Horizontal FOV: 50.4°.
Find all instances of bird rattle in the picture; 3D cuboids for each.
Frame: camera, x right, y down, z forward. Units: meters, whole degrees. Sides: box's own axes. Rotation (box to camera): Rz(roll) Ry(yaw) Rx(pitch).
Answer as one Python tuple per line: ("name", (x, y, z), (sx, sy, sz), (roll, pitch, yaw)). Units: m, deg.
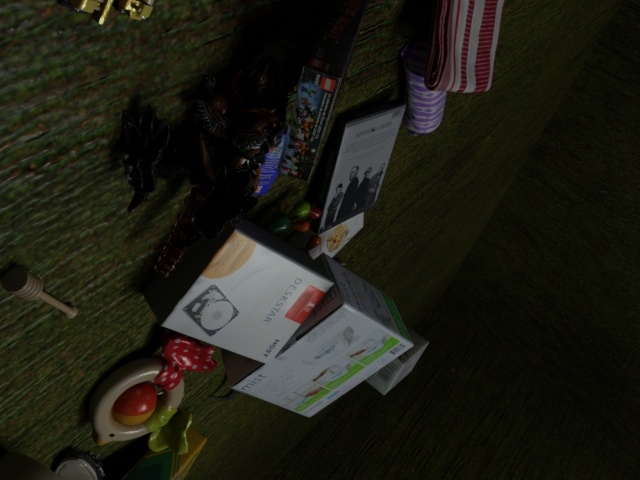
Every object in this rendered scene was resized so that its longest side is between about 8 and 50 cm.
("bird rattle", (-0.285, 0.264, 1.155), (0.207, 0.143, 0.253), (-11, 137, -40))

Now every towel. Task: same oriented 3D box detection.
("towel", (0.264, -0.375, 1.175), (0.329, 0.037, 0.237), (-19, 119, -59))

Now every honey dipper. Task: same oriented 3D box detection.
("honey dipper", (-0.324, 0.067, 0.807), (0.030, 0.030, 0.160), (-47, 165, -11))

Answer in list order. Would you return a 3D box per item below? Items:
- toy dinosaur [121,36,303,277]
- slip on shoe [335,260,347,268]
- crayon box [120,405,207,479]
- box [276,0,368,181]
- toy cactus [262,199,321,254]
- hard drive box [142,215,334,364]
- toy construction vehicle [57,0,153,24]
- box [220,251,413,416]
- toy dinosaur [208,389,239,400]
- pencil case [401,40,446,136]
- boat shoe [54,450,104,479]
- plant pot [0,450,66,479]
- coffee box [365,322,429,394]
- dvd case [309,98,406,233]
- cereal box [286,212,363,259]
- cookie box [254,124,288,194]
("toy dinosaur", (-0.117, -0.087, 0.825), (0.218, 0.164, 0.322), (-50, 151, -68))
("slip on shoe", (0.033, 0.157, 1.605), (0.331, 0.101, 0.123), (-77, -167, -64))
("crayon box", (-0.359, 0.520, 1.440), (0.203, 0.083, 0.323), (-59, 174, 25))
("box", (0.008, -0.209, 0.860), (0.159, 0.044, 0.233), (111, -3, -47))
("toy cactus", (-0.100, 0.007, 1.160), (0.219, 0.112, 0.180), (-49, 144, 4))
("hard drive box", (-0.122, 0.072, 1.053), (0.232, 0.089, 0.181), (30, 101, -45))
("toy construction vehicle", (-0.165, -0.224, 0.589), (0.086, 0.035, 0.098), (-56, 162, 18))
("box", (-0.009, 0.182, 1.228), (0.262, 0.126, 0.231), (-39, 136, 18))
("toy dinosaur", (-0.120, 0.294, 1.625), (0.314, 0.121, 0.160), (-10, 164, -11))
("pencil case", (0.191, -0.281, 1.264), (0.086, 0.088, 0.206), (-55, 165, -17))
("boat shoe", (-0.434, 0.420, 1.237), (0.206, 0.075, 0.065), (98, -8, -50))
("plant pot", (-0.463, 0.440, 0.924), (0.274, 0.256, 0.256), (-58, 170, -34))
("coffee box", (0.110, 0.243, 1.780), (0.168, 0.297, 0.119), (-20, 142, -57))
("dvd case", (0.069, -0.138, 1.275), (0.179, 0.029, 0.238), (-27, 142, -43))
("cereal box", (0.000, 0.000, 1.429), (0.240, 0.047, 0.173), (-45, 160, -17))
("cookie box", (-0.089, -0.119, 0.981), (0.107, 0.040, 0.092), (-57, 162, 19))
